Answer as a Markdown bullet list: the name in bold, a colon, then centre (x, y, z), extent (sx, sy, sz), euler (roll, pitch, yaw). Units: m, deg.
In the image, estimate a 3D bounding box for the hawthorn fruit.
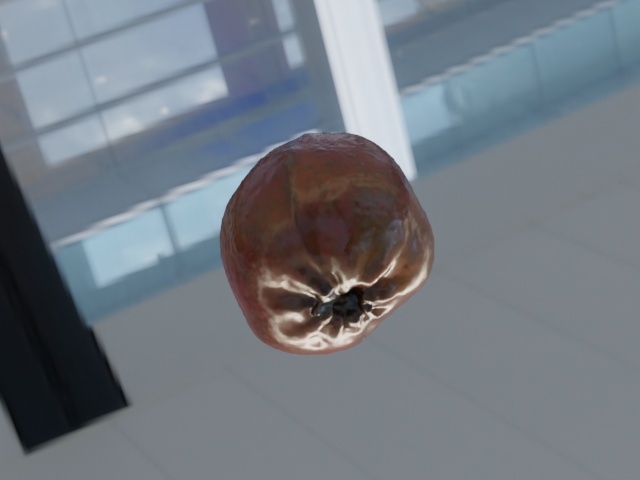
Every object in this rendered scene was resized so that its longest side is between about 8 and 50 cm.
- **hawthorn fruit**: centre (0.000, 0.000, 0.852), extent (0.128, 0.128, 0.128), euler (-12, -156, 6)
